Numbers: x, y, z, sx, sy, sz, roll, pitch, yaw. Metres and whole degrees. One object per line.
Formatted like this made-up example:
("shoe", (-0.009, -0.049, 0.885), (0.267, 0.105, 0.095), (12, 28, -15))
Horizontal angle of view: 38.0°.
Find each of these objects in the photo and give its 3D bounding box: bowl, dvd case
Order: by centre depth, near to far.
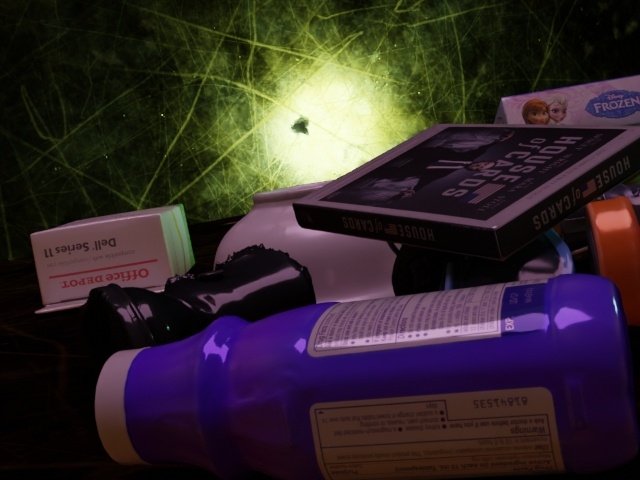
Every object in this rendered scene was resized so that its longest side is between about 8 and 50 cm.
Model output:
("dvd case", (0.113, -0.047, 0.740), (0.179, 0.030, 0.238), (-30, 22, -29))
("bowl", (0.000, 0.000, 1.093), (0.297, 0.134, 0.298), (-10, 5, 1))

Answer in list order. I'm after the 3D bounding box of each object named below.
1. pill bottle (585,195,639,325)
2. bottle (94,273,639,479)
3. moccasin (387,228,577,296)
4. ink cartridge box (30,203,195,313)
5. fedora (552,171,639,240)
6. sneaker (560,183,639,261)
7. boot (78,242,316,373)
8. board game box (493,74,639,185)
("pill bottle", (0.302, 0.000, 0.606), (0.245, 0.130, 0.130), (-8, 6, 11))
("bottle", (0.019, 0.079, 0.495), (0.282, 0.092, 0.118), (-8, 5, 17))
("moccasin", (0.110, 0.014, 0.771), (0.116, 0.138, 0.342), (-14, 5, -1))
("ink cartridge box", (-0.328, 0.020, 1.487), (0.207, 0.119, 0.353), (-9, 6, -1))
("fedora", (0.295, -0.038, 1.100), (0.194, 0.079, 0.194), (-8, -20, -3))
("sneaker", (0.332, -0.021, 0.930), (0.163, 0.086, 0.226), (-4, 0, -9))
("boot", (-0.098, 0.062, 0.830), (0.207, 0.094, 0.246), (-16, 2, -20))
("board game box", (0.363, -0.102, 1.172), (0.318, 0.066, 0.318), (-9, -21, -3))
